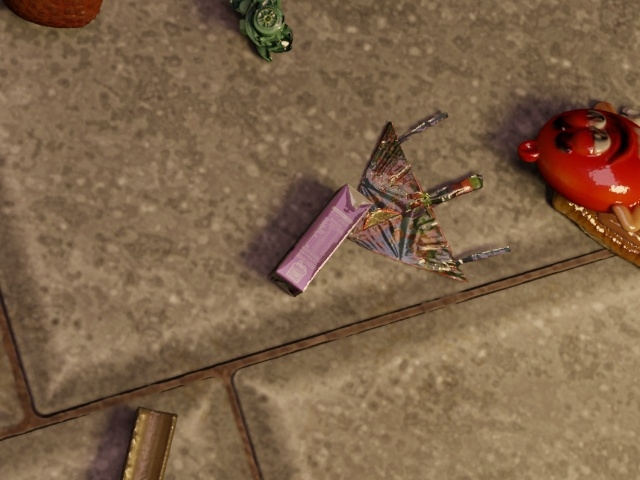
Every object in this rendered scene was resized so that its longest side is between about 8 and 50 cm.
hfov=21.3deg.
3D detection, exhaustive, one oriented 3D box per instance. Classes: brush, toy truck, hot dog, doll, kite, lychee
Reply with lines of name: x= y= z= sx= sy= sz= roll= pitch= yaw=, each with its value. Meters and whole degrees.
brush: x=-0.178 y=0.277 z=1.572 sx=0.043 sy=0.036 sz=0.248 roll=11 pitch=69 yaw=-1
toy truck: x=-0.067 y=-0.260 z=1.688 sx=0.078 sy=0.080 sz=0.154 roll=-1 pitch=80 yaw=7
hot dog: x=0.302 y=-0.017 z=1.765 sx=0.137 sy=0.028 sz=0.044 roll=35 pitch=68 yaw=-5
doll: x=0.309 y=-0.081 z=1.736 sx=0.217 sy=0.085 sz=0.183 roll=19 pitch=40 yaw=-7
kite: x=0.096 y=-0.033 z=1.723 sx=0.160 sy=0.010 sz=0.182 roll=-23 pitch=84 yaw=-13
lychee: x=-0.267 y=-0.258 z=1.612 sx=0.114 sy=0.101 sz=0.140 roll=-56 pitch=132 yaw=-16

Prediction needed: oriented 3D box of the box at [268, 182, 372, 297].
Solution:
box: x=0.000 y=0.000 z=1.669 sx=0.036 sy=0.050 sz=0.117 roll=40 pitch=78 yaw=-4
